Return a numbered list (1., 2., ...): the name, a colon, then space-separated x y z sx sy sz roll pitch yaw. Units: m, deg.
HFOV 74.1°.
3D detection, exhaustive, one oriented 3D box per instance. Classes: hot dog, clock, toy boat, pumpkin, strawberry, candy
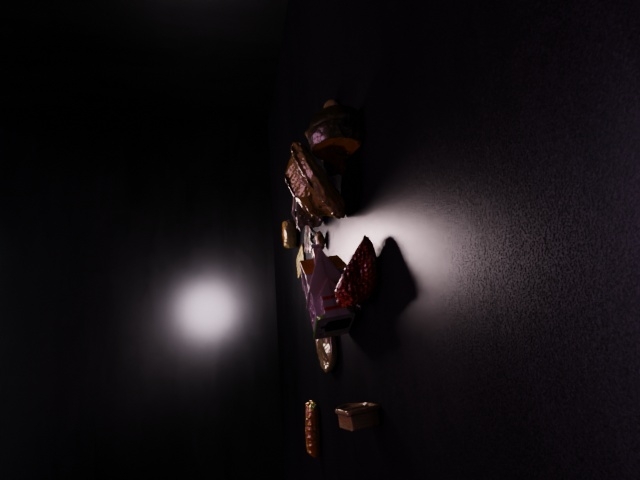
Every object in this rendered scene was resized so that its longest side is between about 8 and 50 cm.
1. hot dog: -0.040 0.936 2.121 0.115 0.072 0.269 120 148 -80
2. clock: 0.022 0.175 1.573 0.235 0.166 0.310 98 160 -60
3. toy boat: 0.111 0.553 1.340 0.188 0.116 0.061 129 132 -68
4. pumpkin: 0.080 -0.357 1.511 0.280 0.190 0.139 24 -124 -56
5. strawberry: 0.125 0.118 1.318 0.175 0.106 0.236 -54 -13 -39
6. candy: -0.061 -0.165 2.009 0.195 0.137 0.185 -112 25 -62

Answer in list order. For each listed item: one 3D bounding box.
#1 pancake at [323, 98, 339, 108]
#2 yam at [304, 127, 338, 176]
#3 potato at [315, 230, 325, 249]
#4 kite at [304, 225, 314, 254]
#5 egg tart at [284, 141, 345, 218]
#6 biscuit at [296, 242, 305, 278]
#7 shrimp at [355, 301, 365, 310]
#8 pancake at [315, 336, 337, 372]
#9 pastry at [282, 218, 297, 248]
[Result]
1. pancake: 0.039 -0.454 1.747 0.242 0.050 0.242 173 90 -74
2. yam: 0.009 -0.365 1.732 0.253 0.061 0.061 62 154 30
3. potato: 0.000 0.000 1.957 0.045 0.046 0.092 -17 80 33
4. kite: -0.059 0.004 2.271 0.360 0.022 0.204 -120 32 -73
5. egg tart: -0.029 -0.202 1.574 0.352 0.150 0.352 56 -173 -10
6. biscuit: -0.119 0.122 2.540 0.231 0.016 0.139 111 155 -59
7. shrimp: 0.129 0.179 1.444 0.091 0.034 0.161 86 180 -48
8. pancake: 0.021 0.436 1.877 0.294 0.049 0.295 177 90 -75
9. pastry: -0.194 -0.036 2.688 0.192 0.093 0.182 133 134 -77
